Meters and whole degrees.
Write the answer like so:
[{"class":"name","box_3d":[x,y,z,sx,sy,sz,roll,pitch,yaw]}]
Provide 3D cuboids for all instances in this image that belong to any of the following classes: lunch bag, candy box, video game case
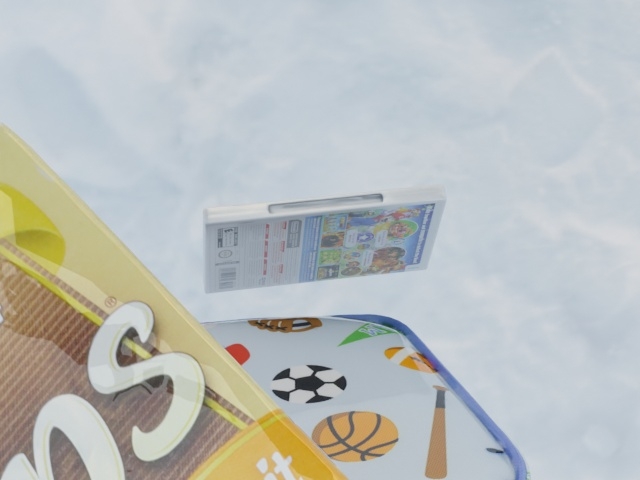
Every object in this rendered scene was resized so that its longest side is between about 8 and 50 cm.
[{"class":"lunch bag","box_3d":[-0.065,0.135,0.788,0.243,0.303,0.115,-128,31,-60]},{"class":"candy box","box_3d":[-0.062,0.135,0.532,0.183,0.087,0.316,-42,70,-10]},{"class":"video game case","box_3d":[0.000,0.000,0.890,0.122,0.087,0.011,-6,65,-7]}]
